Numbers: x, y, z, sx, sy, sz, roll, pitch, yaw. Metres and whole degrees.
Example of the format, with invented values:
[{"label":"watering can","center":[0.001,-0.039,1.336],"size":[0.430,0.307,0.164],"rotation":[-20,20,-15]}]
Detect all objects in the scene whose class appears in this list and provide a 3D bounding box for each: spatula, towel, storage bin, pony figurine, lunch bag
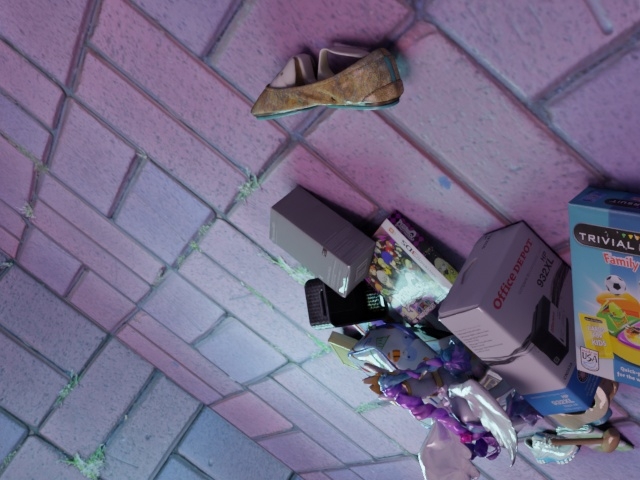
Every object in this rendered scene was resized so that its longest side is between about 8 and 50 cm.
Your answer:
[{"label":"spatula","center":[0.227,0.223,1.995],"size":[0.296,0.030,0.084],"rotation":[3,136,43]},{"label":"towel","center":[0.659,0.480,1.957],"size":[0.152,0.023,0.113],"rotation":[27,155,-21]},{"label":"storage bin","center":[0.062,0.140,1.923],"size":[0.084,0.180,0.122],"rotation":[-16,82,53]},{"label":"pony figurine","center":[0.297,0.345,1.676],"size":[0.351,0.363,0.303],"rotation":[50,132,31]},{"label":"lunch bag","center":[0.211,0.319,1.944],"size":[0.303,0.115,0.243],"rotation":[45,159,-5]}]

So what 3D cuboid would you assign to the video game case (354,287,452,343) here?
[{"label":"video game case","center":[0.174,0.197,2.068],"size":[0.204,0.025,0.285],"rotation":[44,149,-17]}]

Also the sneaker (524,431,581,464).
[{"label":"sneaker","center":[0.589,0.525,2.090],"size":[0.083,0.071,0.190],"rotation":[43,150,-4]}]

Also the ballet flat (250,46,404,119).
[{"label":"ballet flat","center":[-0.001,-0.288,1.470],"size":[0.348,0.123,0.123],"rotation":[3,138,43]}]

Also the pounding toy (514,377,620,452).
[{"label":"pounding toy","center":[0.538,0.342,1.759],"size":[0.269,0.155,0.154],"rotation":[32,132,18]}]

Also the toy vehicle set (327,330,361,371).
[{"label":"toy vehicle set","center":[0.160,0.341,2.253],"size":[0.266,0.035,0.166],"rotation":[18,157,26]}]

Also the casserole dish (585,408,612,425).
[{"label":"casserole dish","center":[0.592,0.377,1.902],"size":[0.188,0.037,0.114],"rotation":[42,149,-11]}]

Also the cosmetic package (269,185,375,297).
[{"label":"cosmetic package","center":[0.000,0.000,1.831],"size":[0.238,0.107,0.127],"rotation":[34,147,21]}]

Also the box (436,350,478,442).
[{"label":"box","center":[0.363,0.410,2.119],"size":[0.275,0.094,0.113],"rotation":[45,149,-19]}]

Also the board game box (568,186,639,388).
[{"label":"board game box","center":[0.550,0.094,1.351],"size":[0.253,0.079,0.336],"rotation":[13,124,43]}]

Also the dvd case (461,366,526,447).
[{"label":"dvd case","center":[0.439,0.414,2.013],"size":[0.164,0.018,0.221],"rotation":[26,125,-3]}]

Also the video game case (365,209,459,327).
[{"label":"video game case","center":[0.186,0.068,1.799],"size":[0.210,0.042,0.232],"rotation":[46,148,7]}]

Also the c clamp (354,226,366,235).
[{"label":"c clamp","center":[0.042,-0.003,1.911],"size":[0.137,0.022,0.161],"rotation":[34,150,-1]}]

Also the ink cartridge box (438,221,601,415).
[{"label":"ink cartridge box","center":[0.408,0.152,1.568],"size":[0.307,0.223,0.129],"rotation":[42,149,-13]}]
